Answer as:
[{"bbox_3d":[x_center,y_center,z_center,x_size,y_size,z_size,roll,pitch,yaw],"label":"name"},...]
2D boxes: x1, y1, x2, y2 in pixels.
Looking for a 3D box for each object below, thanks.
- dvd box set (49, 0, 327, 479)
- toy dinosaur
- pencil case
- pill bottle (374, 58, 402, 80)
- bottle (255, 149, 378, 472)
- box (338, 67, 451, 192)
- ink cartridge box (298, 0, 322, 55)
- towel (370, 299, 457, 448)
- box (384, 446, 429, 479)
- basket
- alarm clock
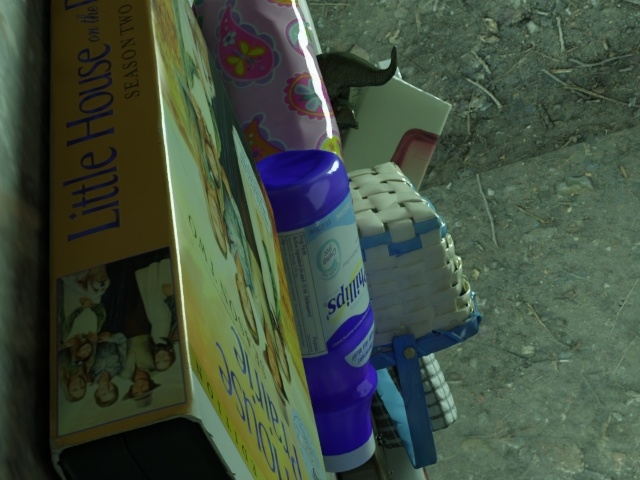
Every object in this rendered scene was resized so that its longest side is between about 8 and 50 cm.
[{"bbox_3d":[-0.066,0.026,0.649,0.420,0.062,0.307,-104,175,-46],"label":"dvd box set"},{"bbox_3d":[-0.013,-0.174,1.500,0.313,0.121,0.160,125,-30,-47],"label":"toy dinosaur"},{"bbox_3d":[-0.054,-0.136,1.167,0.124,0.124,0.284,66,7,-64],"label":"pencil case"},{"bbox_3d":[0.018,-0.201,1.748,0.124,0.222,0.124,-17,90,-87],"label":"pill bottle"},{"bbox_3d":[-0.006,0.067,1.012,0.118,0.092,0.282,-44,129,-55],"label":"bottle"},{"bbox_3d":[0.064,-0.102,1.602,0.232,0.127,0.149,-67,-165,-6],"label":"box"},{"bbox_3d":[-0.069,-0.390,2.172,0.272,0.115,0.198,-104,175,-45],"label":"ink cartridge box"},{"bbox_3d":[0.070,0.151,1.594,0.235,0.121,0.284,65,-7,-3],"label":"towel"},{"bbox_3d":[0.113,0.362,1.635,0.170,0.091,0.130,66,8,-65],"label":"box"},{"bbox_3d":[0.064,0.077,1.289,0.255,0.201,0.288,-123,-164,-66],"label":"basket"},{"bbox_3d":[0.052,0.271,1.401,0.129,0.064,0.192,50,27,-82],"label":"alarm clock"}]
